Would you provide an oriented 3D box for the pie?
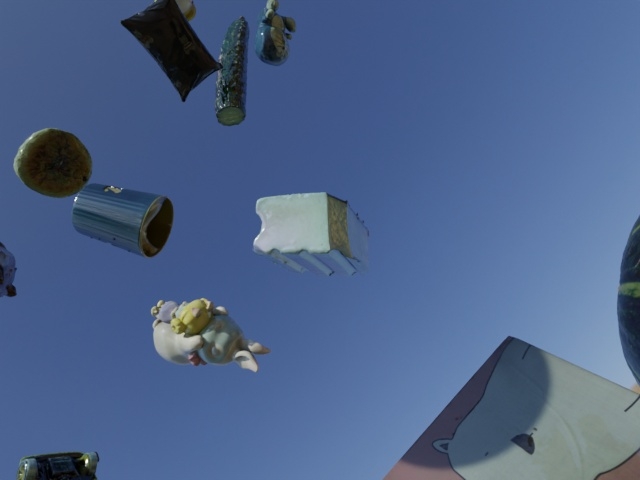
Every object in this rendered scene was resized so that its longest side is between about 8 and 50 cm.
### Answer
[{"bbox_3d":[-0.318,-0.092,0.510,0.084,0.021,0.084,-10,-72,-33],"label":"pie"}]

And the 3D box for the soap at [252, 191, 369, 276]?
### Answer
[{"bbox_3d":[0.000,0.000,0.681,0.230,0.145,0.091,44,-133,-73],"label":"soap"}]

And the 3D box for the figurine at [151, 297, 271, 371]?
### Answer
[{"bbox_3d":[-0.225,0.190,0.864,0.127,0.235,0.155,-37,-61,-55],"label":"figurine"}]

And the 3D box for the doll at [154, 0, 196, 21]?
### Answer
[{"bbox_3d":[-0.253,-0.469,0.735,0.081,0.129,0.207,-15,-36,-26],"label":"doll"}]

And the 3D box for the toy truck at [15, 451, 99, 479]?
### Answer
[{"bbox_3d":[-0.252,0.290,0.408,0.077,0.168,0.100,21,-91,-46],"label":"toy truck"}]

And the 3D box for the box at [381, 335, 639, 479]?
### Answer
[{"bbox_3d":[0.188,0.212,0.335,0.215,0.215,0.086,-41,-61,-16],"label":"box"}]

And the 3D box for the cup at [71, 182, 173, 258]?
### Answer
[{"bbox_3d":[-0.400,-0.046,0.883,0.176,0.155,0.131,-2,-73,-87],"label":"cup"}]

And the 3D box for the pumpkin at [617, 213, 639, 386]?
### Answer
[{"bbox_3d":[0.466,0.066,0.454,0.323,0.241,0.324,0,-90,-37],"label":"pumpkin"}]

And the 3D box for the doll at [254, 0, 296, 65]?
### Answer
[{"bbox_3d":[-0.070,-0.307,0.642,0.076,0.050,0.083,7,-94,-60],"label":"doll"}]

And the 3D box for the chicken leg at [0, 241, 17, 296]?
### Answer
[{"bbox_3d":[-0.465,0.006,0.509,0.095,0.158,0.407,-27,-15,-20],"label":"chicken leg"}]

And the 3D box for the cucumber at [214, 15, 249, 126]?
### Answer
[{"bbox_3d":[-0.182,-0.368,0.885,0.067,0.294,0.068,-2,-27,-1],"label":"cucumber"}]

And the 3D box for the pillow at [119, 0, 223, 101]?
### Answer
[{"bbox_3d":[-0.230,-0.309,0.675,0.090,0.048,0.150,-31,-43,4],"label":"pillow"}]
